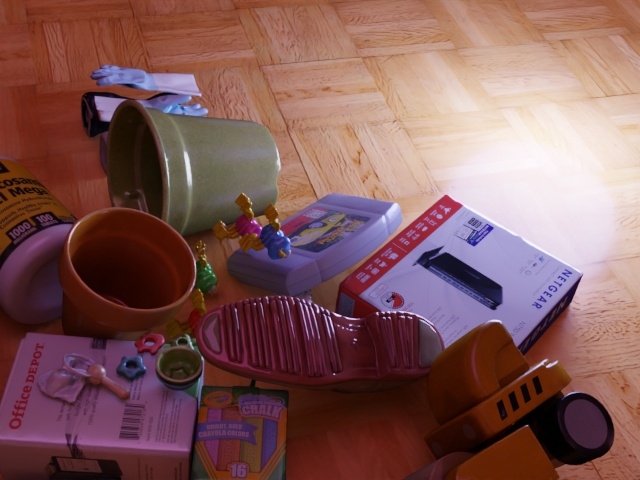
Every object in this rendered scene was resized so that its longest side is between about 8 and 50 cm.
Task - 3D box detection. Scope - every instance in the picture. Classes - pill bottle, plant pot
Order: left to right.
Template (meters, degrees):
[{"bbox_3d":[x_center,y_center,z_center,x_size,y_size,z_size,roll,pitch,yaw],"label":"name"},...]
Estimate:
[{"bbox_3d":[-0.535,-0.026,1.575,0.188,0.187,0.334,-31,56,-33],"label":"pill bottle"},{"bbox_3d":[-0.324,0.084,1.471,0.205,0.188,0.205,18,43,-18],"label":"plant pot"},{"bbox_3d":[-0.221,-0.123,1.693,0.254,0.276,0.276,-8,45,-31],"label":"plant pot"}]

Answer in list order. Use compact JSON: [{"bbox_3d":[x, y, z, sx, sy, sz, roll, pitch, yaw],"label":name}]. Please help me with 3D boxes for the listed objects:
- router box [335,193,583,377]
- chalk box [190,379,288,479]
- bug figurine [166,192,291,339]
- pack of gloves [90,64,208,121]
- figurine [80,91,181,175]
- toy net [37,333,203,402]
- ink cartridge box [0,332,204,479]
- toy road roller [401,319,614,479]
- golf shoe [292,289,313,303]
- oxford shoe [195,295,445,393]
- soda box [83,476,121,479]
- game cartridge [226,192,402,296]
[{"bbox_3d":[0.246,0.093,1.638,0.301,0.082,0.335,32,49,24],"label":"router box"},{"bbox_3d":[-0.116,0.295,1.345,0.132,0.132,0.213,4,43,-4],"label":"chalk box"},{"bbox_3d":[-0.150,0.046,1.566,0.072,0.279,0.216,35,14,-31],"label":"bug figurine"},{"bbox_3d":[-0.345,-0.309,1.897,0.232,0.046,0.195,1,43,-26],"label":"pack of gloves"},{"bbox_3d":[-0.355,-0.227,1.889,0.210,0.092,0.215,-12,48,-25],"label":"figurine"},{"bbox_3d":[-0.288,0.174,1.340,0.232,0.045,0.122,-2,44,-11],"label":"toy net"},{"bbox_3d":[-0.317,0.253,1.371,0.273,0.114,0.198,5,43,-3],"label":"ink cartridge box"},{"bbox_3d":[0.219,0.266,1.321,0.330,0.202,0.240,-25,75,-31],"label":"toy road roller"},{"bbox_3d":[-0.051,0.133,1.570,0.086,0.069,0.176,-4,44,-4],"label":"golf shoe"},{"bbox_3d":[-0.010,0.183,1.419,0.397,0.146,0.140,10,56,-22],"label":"oxford shoe"},{"bbox_3d":[-0.359,0.372,1.286,0.169,0.053,0.060,-3,44,-11],"label":"soda box"},{"bbox_3d":[0.000,0.000,1.667,0.196,0.060,0.294,16,39,43],"label":"game cartridge"}]
